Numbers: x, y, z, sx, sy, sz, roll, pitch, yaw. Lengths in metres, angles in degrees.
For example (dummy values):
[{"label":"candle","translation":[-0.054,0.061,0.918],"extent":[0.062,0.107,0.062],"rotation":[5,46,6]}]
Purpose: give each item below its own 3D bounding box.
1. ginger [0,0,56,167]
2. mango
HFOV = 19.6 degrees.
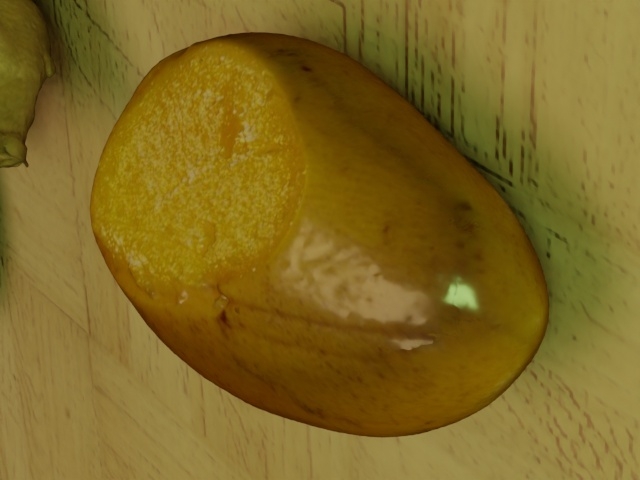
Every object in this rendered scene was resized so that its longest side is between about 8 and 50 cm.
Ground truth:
[{"label":"ginger","translation":[-0.246,-0.140,1.015],"extent":[0.348,0.122,0.363],"rotation":[-28,78,58]},{"label":"mango","translation":[0.005,0.000,0.688],"extent":[0.217,0.102,0.141],"rotation":[22,103,49]}]
